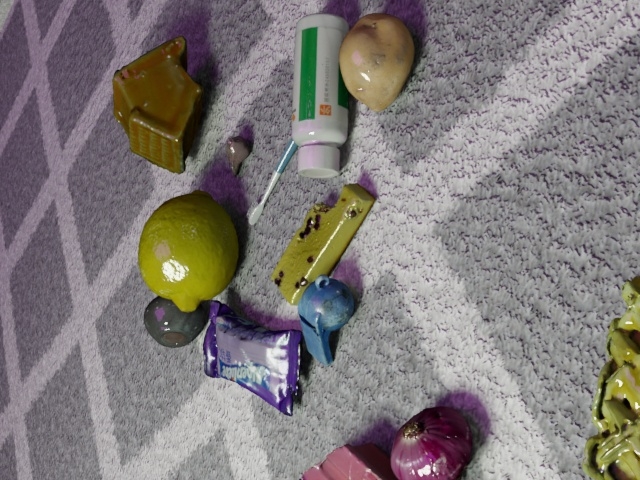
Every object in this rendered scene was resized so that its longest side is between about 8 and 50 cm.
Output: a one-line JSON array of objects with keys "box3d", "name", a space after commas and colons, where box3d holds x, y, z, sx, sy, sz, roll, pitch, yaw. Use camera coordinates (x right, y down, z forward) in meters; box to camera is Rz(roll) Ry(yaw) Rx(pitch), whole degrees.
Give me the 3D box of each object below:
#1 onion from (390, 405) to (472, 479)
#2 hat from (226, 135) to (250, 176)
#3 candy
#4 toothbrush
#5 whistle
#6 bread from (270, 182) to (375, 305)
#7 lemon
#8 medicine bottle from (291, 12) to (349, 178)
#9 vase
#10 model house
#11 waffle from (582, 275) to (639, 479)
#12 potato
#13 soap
[{"box3d": [0.146, 0.269, 0.920, 0.104, 0.115, 0.115, 49, 132, -10], "name": "onion"}, {"box3d": [-0.157, -0.165, 1.402, 0.087, 0.042, 0.058, 90, 164, -46], "name": "hat"}, {"box3d": [-0.122, 0.198, 1.259, 0.275, 0.070, 0.145, 11, 98, 47], "name": "candy"}, {"box3d": [-0.067, -0.142, 1.301, 0.275, 0.019, 0.025, -58, 37, 24], "name": "toothbrush"}, {"box3d": [0.013, 0.113, 1.123, 0.090, 0.090, 0.157, 43, 154, 45], "name": "whistle"}, {"box3d": [0.000, 0.000, 1.170, 0.226, 0.049, 0.088, -59, 44, 22], "name": "bread"}, {"box3d": [-0.244, 0.010, 1.351, 0.184, 0.184, 0.248, -26, 54, 44], "name": "lemon"}, {"box3d": [0.000, -0.234, 1.183, 0.095, 0.095, 0.259, -9, 74, 48], "name": "medicine bottle"}, {"box3d": [-0.288, 0.119, 1.444, 0.120, 0.120, 0.182, -41, 40, 37], "name": "vase"}, {"box3d": [-0.327, -0.248, 1.542, 0.239, 0.173, 0.268, 61, 159, 21], "name": "model house"}, {"box3d": [0.385, 0.165, 0.670, 0.297, 0.073, 0.317, 3, 85, 50], "name": "waffle"}, {"box3d": [0.081, -0.272, 1.089, 0.112, 0.112, 0.147, -10, 68, 48], "name": "potato"}, {"box3d": [0.073, 0.379, 0.972, 0.250, 0.099, 0.162, 33, 108, 47], "name": "soap"}]
